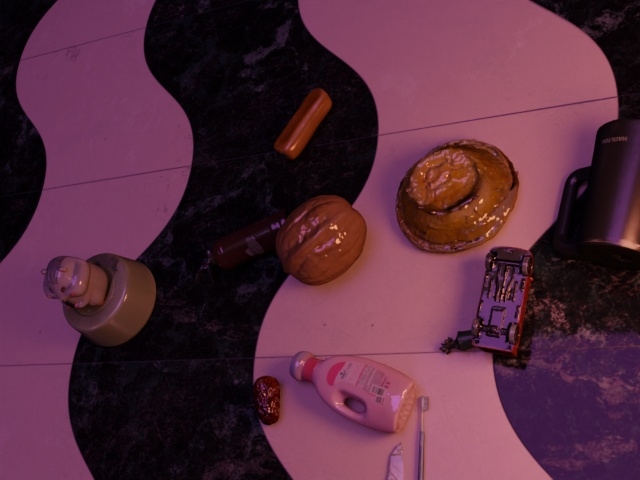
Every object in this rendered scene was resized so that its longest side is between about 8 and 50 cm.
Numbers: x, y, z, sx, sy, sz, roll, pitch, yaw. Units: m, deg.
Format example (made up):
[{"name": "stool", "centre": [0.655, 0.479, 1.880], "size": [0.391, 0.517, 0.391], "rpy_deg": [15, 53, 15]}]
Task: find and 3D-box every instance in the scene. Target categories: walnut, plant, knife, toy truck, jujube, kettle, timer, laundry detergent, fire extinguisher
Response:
[{"name": "walnut", "centre": [0.000, 0.000, 1.977], "size": [0.261, 0.225, 0.225], "rpy_deg": [-40, 56, 3]}, {"name": "plant", "centre": [0.337, 0.250, 1.782], "size": [0.102, 0.051, 0.051], "rpy_deg": [-20, 59, 23]}, {"name": "knife", "centre": [0.174, 0.627, 1.706], "size": [0.047, 0.017, 0.298], "rpy_deg": [-4, 62, 23]}, {"name": "toy truck", "centre": [0.442, 0.146, 1.740], "size": [0.107, 0.114, 0.253], "rpy_deg": [6, 72, 30]}, {"name": "jujube", "centre": [-0.141, 0.426, 1.926], "size": [0.077, 0.077, 0.129], "rpy_deg": [-15, 72, 19]}, {"name": "kettle", "centre": [0.686, -0.106, 1.689], "size": [0.262, 0.203, 0.308], "rpy_deg": [11, 76, 28]}, {"name": "timer", "centre": [-0.703, 0.145, 2.189], "size": [0.290, 0.315, 0.291], "rpy_deg": [-10, 64, 22]}, {"name": "laundry detergent", "centre": [0.072, 0.367, 1.837], "size": [0.335, 0.088, 0.159], "rpy_deg": [15, 75, 32]}, {"name": "fire extinguisher", "centre": [-0.228, 0.032, 2.133], "size": [0.343, 0.102, 0.138], "rpy_deg": [-25, 60, 14]}]

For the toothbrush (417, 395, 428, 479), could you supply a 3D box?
[{"name": "toothbrush", "centre": [0.247, 0.483, 1.738], "size": [0.019, 0.016, 0.220], "rpy_deg": [-1, 65, 17]}]

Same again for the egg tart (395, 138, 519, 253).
[{"name": "egg tart", "centre": [0.347, -0.136, 1.912], "size": [0.345, 0.132, 0.346], "rpy_deg": [-12, 60, 21]}]

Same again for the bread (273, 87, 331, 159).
[{"name": "bread", "centre": [-0.049, -0.359, 2.244], "size": [0.092, 0.074, 0.239], "rpy_deg": [24, 77, 49]}]
